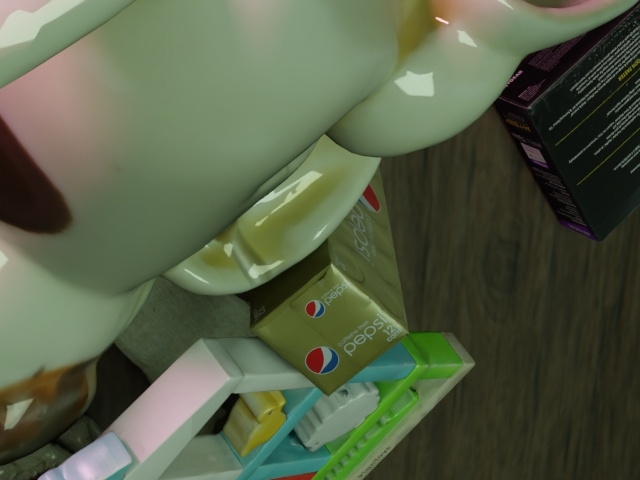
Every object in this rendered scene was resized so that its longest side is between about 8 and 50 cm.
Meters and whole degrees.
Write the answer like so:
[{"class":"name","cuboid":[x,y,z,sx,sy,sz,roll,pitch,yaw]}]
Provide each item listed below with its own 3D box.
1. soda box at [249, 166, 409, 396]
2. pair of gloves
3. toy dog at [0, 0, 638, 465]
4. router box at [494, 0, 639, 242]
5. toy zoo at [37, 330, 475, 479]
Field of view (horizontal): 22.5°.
[{"class":"soda box","cuboid":[0.000,0.000,0.878,0.058,0.181,0.061,-40,115,18]},{"class":"pair of gloves","cuboid":[-0.111,0.125,1.001,0.240,0.042,0.204,-49,131,-1]},{"class":"toy dog","cuboid":[-0.105,-0.056,0.742,0.284,0.408,0.395,42,39,-11]},{"class":"router box","cuboid":[0.216,-0.106,1.115,0.179,0.046,0.133,-42,125,-11]},{"class":"toy zoo","cuboid":[-0.052,0.125,0.905,0.192,0.030,0.293,-49,153,24]}]
